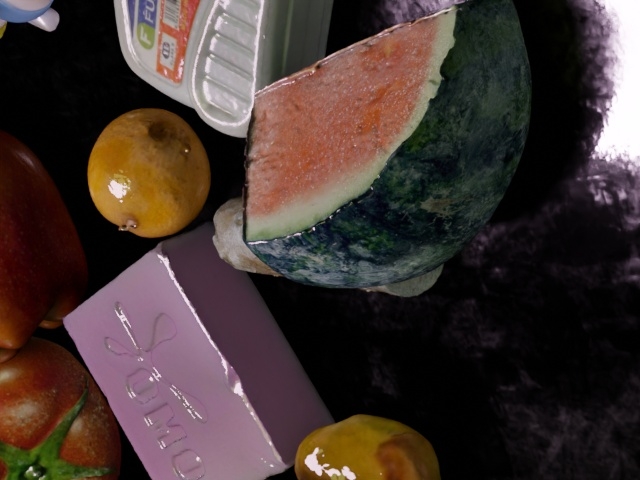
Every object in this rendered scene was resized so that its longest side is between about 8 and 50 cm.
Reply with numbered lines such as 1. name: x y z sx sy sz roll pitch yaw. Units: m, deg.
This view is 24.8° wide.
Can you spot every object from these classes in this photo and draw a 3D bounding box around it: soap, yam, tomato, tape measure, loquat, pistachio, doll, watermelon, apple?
1. soap: -0.146 0.156 1.718 0.296 0.107 0.285 58 140 3
2. yam: 0.000 0.000 1.461 0.259 0.093 0.093 6 117 47
3. tomato: -0.431 0.285 2.012 0.239 0.303 0.303 26 132 58
4. tape measure: -0.083 -0.240 1.381 0.246 0.125 0.243 33 130 29
5. loquat: -0.187 -0.073 1.597 0.141 0.141 0.141 27 131 36
6. pistachio: 0.064 0.249 1.541 0.189 0.100 0.110 10 142 36
7. doll: -0.383 -0.293 1.718 0.241 0.135 0.098 -21 68 51
8. watermelon: 0.038 -0.091 1.254 0.226 0.148 0.318 46 120 28
9. apple: -0.454 0.004 1.841 0.317 0.288 0.288 53 142 0

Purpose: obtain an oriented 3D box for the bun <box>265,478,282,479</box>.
1. bun: -0.064 0.382 1.743 0.178 0.128 0.193 57 140 8
